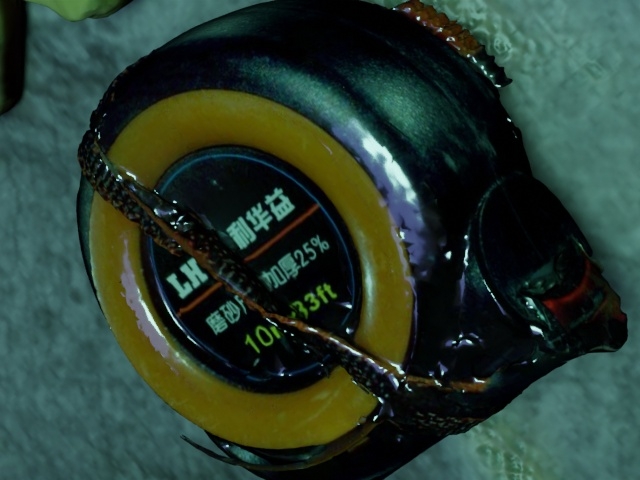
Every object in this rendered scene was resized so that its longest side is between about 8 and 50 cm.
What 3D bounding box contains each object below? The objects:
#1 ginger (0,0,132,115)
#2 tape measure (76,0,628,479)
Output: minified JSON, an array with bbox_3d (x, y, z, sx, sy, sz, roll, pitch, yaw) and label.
[{"bbox_3d":[-0.220,-0.212,0.630,0.413,0.211,0.358,-21,101,35],"label":"ginger"},{"bbox_3d":[0.000,0.000,0.673,0.223,0.135,0.202,52,127,2],"label":"tape measure"}]
